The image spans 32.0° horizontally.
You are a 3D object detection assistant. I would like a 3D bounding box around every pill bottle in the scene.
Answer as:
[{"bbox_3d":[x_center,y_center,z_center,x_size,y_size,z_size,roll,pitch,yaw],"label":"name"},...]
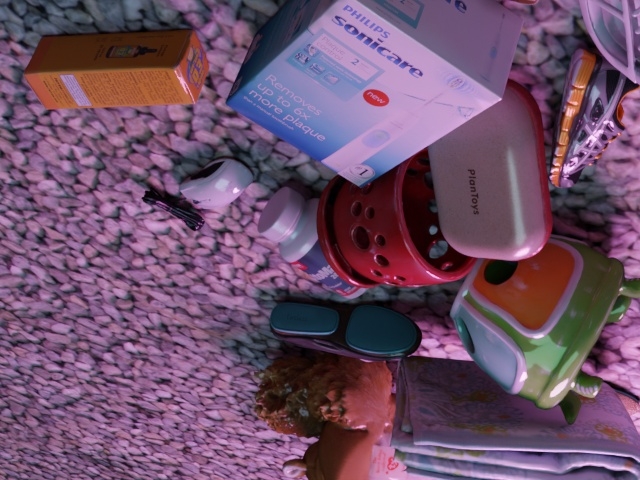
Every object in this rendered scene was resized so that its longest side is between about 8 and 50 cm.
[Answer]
[{"bbox_3d":[0.000,0.000,1.662,0.180,0.108,0.108,33,142,-22],"label":"pill bottle"}]

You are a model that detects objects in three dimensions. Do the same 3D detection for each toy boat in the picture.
[{"bbox_3d":[0.233,-0.097,1.417,0.151,0.151,0.231,6,115,38],"label":"toy boat"}]

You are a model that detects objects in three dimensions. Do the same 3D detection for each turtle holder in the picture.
[{"bbox_3d":[0.317,0.106,1.617,0.227,0.243,0.320,26,-174,10],"label":"turtle holder"}]

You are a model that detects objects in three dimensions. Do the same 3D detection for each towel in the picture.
[{"bbox_3d":[0.294,0.272,1.700,0.374,0.320,0.090,7,107,2],"label":"towel"}]

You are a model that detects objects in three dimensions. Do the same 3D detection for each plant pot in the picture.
[{"bbox_3d":[0.100,-0.027,1.519,0.174,0.191,0.191,-12,137,40],"label":"plant pot"}]

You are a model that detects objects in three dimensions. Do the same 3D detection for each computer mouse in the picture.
[{"bbox_3d":[-0.180,-0.070,1.691,0.106,0.042,0.193,37,140,-26],"label":"computer mouse"}]

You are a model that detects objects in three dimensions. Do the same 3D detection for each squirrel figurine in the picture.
[{"bbox_3d":[0.055,0.366,2.046,0.397,0.281,0.370,62,162,-2],"label":"squirrel figurine"}]

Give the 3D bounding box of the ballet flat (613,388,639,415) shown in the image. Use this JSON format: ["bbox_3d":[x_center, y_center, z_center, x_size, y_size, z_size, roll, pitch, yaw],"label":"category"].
[{"bbox_3d":[0.450,0.274,1.896,0.206,0.067,0.073,21,145,-8],"label":"ballet flat"}]

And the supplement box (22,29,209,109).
[{"bbox_3d":[-0.271,-0.226,1.483,0.233,0.078,0.080,0,142,22],"label":"supplement box"}]

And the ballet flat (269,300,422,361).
[{"bbox_3d":[0.049,0.154,1.879,0.280,0.095,0.096,10,156,26],"label":"ballet flat"}]

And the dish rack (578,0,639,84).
[{"bbox_3d":[0.361,-0.233,1.083,0.072,0.333,0.285,-30,136,-4],"label":"dish rack"}]

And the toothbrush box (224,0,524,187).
[{"bbox_3d":[0.057,-0.208,1.313,0.216,0.126,0.295,31,149,-20],"label":"toothbrush box"}]

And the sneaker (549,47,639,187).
[{"bbox_3d":[0.331,-0.139,1.369,0.083,0.084,0.215,7,143,4],"label":"sneaker"}]

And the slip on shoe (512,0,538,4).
[{"bbox_3d":[0.188,-0.299,1.242,0.135,0.041,0.051,18,165,30],"label":"slip on shoe"}]
